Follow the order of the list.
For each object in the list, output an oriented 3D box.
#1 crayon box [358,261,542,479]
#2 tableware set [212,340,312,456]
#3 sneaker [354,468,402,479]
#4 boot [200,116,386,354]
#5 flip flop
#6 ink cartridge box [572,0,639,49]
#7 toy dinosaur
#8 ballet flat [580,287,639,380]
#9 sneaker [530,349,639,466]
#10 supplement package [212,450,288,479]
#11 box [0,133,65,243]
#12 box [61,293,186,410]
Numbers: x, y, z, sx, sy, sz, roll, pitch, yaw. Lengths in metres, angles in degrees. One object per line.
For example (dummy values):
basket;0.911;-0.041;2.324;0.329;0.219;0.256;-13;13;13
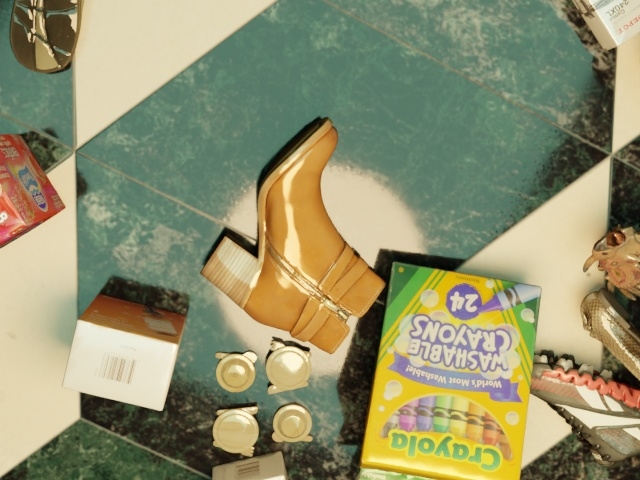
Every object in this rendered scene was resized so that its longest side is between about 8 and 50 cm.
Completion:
crayon box;0.168;0.205;1.357;0.203;0.083;0.323;9;73;3
tableware set;-0.081;0.222;1.444;0.141;0.020;0.169;0;99;-3
sneaker;0.115;0.418;1.450;0.169;0.108;0.293;20;104;-10
boot;0.000;0.000;1.375;0.220;0.109;0.283;33;96;-7
flip flop;-0.333;-0.353;1.326;0.112;0.080;0.277;14;111;-11
ink cartridge box;0.396;-0.350;1.386;0.109;0.063;0.150;-36;98;0
toy dinosaur;0.488;0.056;1.424;0.200;0.127;0.296;-33;111;7
ballet flat;0.438;0.174;1.392;0.058;0.084;0.250;-41;87;22
sneaker;0.384;0.242;1.444;0.276;0.097;0.135;20;93;-8
supplement package;-0.083;0.402;1.424;0.105;0.105;0.179;-13;97;-3
box;-0.417;-0.048;1.261;0.128;0.257;0.123;-31;97;0
box;-0.252;0.142;1.343;0.130;0.170;0.091;14;97;-6
